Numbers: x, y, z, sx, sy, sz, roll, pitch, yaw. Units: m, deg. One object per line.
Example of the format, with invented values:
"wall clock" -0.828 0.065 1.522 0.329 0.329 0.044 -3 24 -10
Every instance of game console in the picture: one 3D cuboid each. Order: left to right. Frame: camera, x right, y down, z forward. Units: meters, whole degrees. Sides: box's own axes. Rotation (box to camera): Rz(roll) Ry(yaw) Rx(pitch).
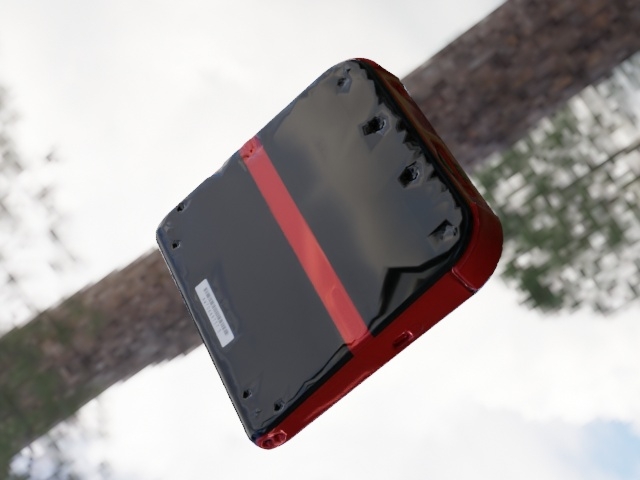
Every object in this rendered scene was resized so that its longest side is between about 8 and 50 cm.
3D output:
"game console" 0.000 0.000 1.889 0.060 0.342 0.386 37 -165 -41
